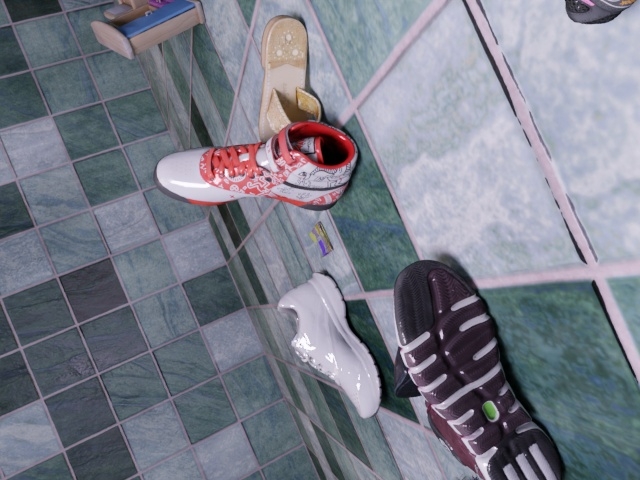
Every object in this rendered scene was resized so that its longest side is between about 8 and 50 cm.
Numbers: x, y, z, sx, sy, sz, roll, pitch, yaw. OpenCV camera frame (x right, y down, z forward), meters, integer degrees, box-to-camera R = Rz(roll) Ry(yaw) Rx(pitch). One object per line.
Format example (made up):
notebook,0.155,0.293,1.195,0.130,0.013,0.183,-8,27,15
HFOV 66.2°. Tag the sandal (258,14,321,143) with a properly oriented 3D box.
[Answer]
sandal,-0.038,-0.182,0.693,0.079,0.088,0.239,-126,26,-46

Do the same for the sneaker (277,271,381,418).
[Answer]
sneaker,0.016,0.214,0.963,0.297,0.129,0.111,61,160,15

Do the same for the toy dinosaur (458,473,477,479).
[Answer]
toy dinosaur,0.202,0.375,0.727,0.082,0.090,0.047,-46,47,38

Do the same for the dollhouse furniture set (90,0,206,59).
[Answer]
dollhouse furniture set,-0.419,-0.582,0.998,0.286,0.198,0.303,33,149,31

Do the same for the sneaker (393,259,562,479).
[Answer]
sneaker,0.143,0.163,0.570,0.281,0.107,0.162,65,166,4

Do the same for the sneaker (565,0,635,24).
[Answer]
sneaker,0.115,-0.189,0.270,0.077,0.072,0.178,83,164,-69

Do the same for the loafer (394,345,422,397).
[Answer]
loafer,0.135,0.174,0.700,0.170,0.062,0.061,94,170,-50

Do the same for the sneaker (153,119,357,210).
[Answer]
sneaker,-0.085,-0.109,0.661,0.145,0.270,0.090,124,148,-63

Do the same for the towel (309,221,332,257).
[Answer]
towel,0.000,0.000,0.938,0.060,0.010,0.083,64,162,6
